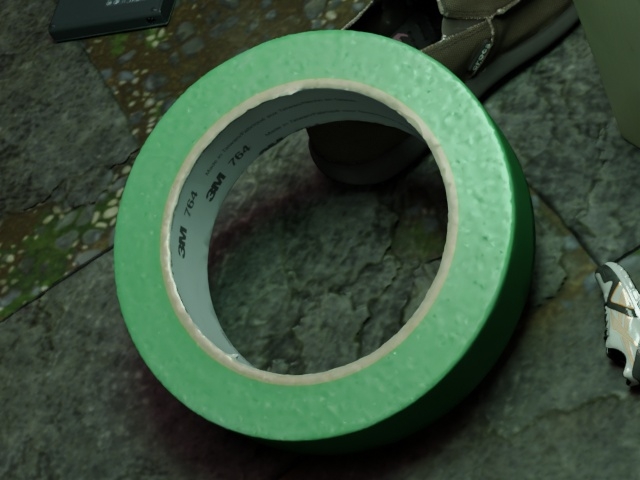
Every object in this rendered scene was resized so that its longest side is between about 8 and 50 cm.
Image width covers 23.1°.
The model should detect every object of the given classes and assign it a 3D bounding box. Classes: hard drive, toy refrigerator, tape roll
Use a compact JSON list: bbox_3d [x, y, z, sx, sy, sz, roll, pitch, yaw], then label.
[{"bbox_3d":[-0.212,-0.255,1.629,0.135,0.022,0.094,-5,52,23],"label":"hard drive"},{"bbox_3d":[0.254,-0.178,1.160,0.102,0.269,0.094,-43,47,-10],"label":"toy refrigerator"},{"bbox_3d":[0.000,0.000,1.199,0.321,0.077,0.321,-5,74,19],"label":"tape roll"}]

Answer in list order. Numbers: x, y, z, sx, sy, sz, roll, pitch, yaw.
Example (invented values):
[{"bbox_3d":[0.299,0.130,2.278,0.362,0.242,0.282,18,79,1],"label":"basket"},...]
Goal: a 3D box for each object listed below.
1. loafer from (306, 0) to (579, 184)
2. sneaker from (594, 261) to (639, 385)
[{"bbox_3d":[0.120,-0.207,1.347,0.134,0.130,0.366,29,70,40],"label":"loafer"},{"bbox_3d":[0.221,0.060,1.141,0.044,0.040,0.109,-28,46,6],"label":"sneaker"}]
